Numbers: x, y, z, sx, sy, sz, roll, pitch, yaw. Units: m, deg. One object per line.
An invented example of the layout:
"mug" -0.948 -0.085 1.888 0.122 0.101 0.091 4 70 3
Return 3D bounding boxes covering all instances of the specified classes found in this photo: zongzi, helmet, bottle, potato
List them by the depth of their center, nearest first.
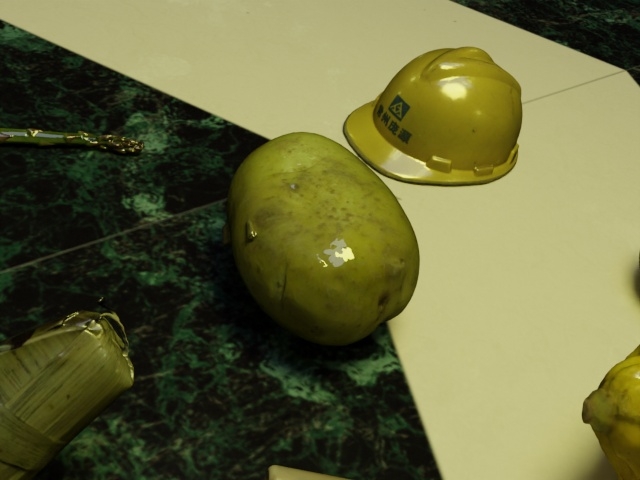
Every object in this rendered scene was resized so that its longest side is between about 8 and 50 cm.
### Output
"zongzi" -0.255 0.098 0.698 0.205 0.094 0.204 -45 48 -9
"bottle" 0.001 0.214 0.736 0.097 0.045 0.045 12 40 -7
"potato" -0.002 0.000 0.901 0.228 0.148 0.197 43 34 27
"helmet" 0.170 -0.185 1.184 0.257 0.140 0.205 -11 47 -32

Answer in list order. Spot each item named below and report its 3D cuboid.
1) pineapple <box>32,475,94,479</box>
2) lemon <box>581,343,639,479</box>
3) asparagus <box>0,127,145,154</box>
"pineapple" -0.170 0.204 0.680 0.124 0.058 0.058 15 40 -2
"lemon" 0.403 0.166 0.763 0.316 0.285 0.285 9 34 28
"asparagus" -0.327 -0.117 1.026 0.249 0.024 0.025 2 85 -16
